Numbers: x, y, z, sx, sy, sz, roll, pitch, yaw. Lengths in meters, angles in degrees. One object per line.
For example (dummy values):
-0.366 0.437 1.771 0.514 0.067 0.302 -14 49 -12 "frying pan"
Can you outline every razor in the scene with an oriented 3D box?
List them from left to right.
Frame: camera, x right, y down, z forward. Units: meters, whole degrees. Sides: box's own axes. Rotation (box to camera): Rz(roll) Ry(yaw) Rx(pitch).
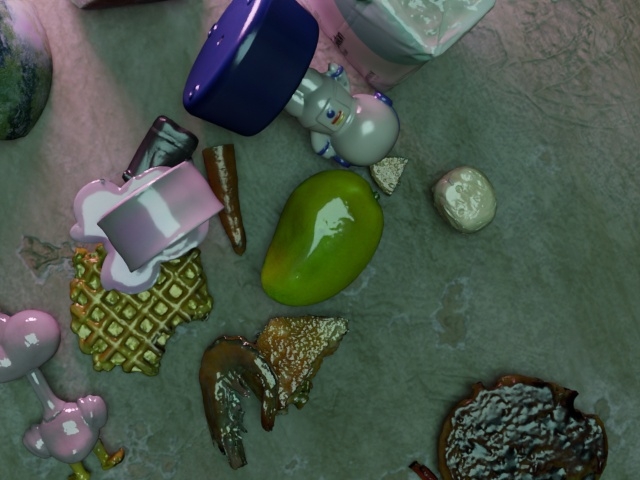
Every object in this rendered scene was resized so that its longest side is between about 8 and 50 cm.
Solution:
-0.295 -0.148 1.506 0.090 0.054 0.148 33 91 -11 "razor"

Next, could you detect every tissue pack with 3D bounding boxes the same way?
0.118 -0.422 1.418 0.194 0.356 0.266 -42 96 -7 "tissue pack"

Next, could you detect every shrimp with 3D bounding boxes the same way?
-0.142 0.294 1.506 0.173 0.058 0.253 -12 93 25 "shrimp"

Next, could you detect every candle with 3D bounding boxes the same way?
0.241 0.494 1.614 0.167 0.021 0.026 45 85 -6 "candle"

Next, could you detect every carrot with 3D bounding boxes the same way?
-0.171 -0.073 1.530 0.061 0.061 0.209 -12 96 -9 "carrot"

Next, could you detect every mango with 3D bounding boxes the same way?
0.009 0.000 1.511 0.185 0.149 0.273 22 93 -16 "mango"

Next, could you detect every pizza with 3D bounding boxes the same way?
-0.054 0.212 1.545 0.147 0.069 0.226 32 87 10 "pizza"
0.136 -0.133 1.590 0.078 0.025 0.083 -29 97 -3 "pizza"

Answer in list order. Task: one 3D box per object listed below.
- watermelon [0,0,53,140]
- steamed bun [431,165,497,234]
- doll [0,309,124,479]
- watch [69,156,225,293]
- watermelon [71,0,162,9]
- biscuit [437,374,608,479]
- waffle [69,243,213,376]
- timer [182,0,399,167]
-0.580 -0.305 1.417 0.260 0.256 0.176 -47 53 2 "watermelon"
0.279 -0.080 1.580 0.112 0.091 0.130 -38 99 -2 "steamed bun"
-0.492 0.269 1.460 0.160 0.094 0.365 -30 94 0 "doll"
-0.294 -0.038 1.377 0.248 0.217 0.211 -34 95 -11 "watch"
-0.340 -0.525 1.425 0.262 0.201 0.213 -10 100 -13 "watermelon"
0.393 0.406 1.610 0.334 0.081 0.289 7 90 -5 "biscuit"
-0.328 0.113 1.506 0.291 0.051 0.291 0 90 -7 "waffle"
-0.024 -0.258 1.478 0.383 0.270 0.270 30 86 -23 "timer"
